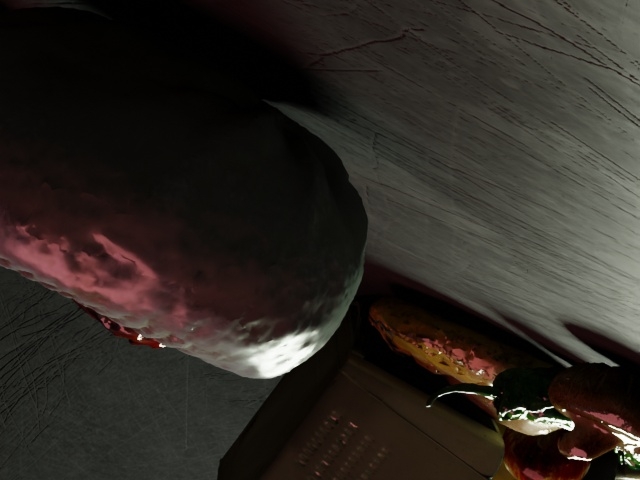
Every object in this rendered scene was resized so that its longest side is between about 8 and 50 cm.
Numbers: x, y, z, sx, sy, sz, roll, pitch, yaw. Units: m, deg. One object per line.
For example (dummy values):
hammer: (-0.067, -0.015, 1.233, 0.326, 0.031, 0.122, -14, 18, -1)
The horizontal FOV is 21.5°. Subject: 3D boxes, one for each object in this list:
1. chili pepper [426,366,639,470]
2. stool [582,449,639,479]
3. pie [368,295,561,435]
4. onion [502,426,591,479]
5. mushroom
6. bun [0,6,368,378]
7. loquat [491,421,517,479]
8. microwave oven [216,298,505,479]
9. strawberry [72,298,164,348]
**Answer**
chili pepper: (0.255, 0.175, 1.723, 0.279, 0.065, 0.122, 24, 141, -25)
stool: (0.363, 0.351, 2.227, 0.121, 0.125, 0.217, 15, -150, 23)
pie: (0.161, 0.132, 1.848, 0.273, 0.069, 0.273, 31, 170, 6)
onion: (0.288, 0.273, 2.165, 0.117, 0.118, 0.118, 7, 166, 19)
mushroom: (0.269, 0.156, 1.537, 0.126, 0.085, 0.109, 33, 137, -21)
bun: (-0.134, -0.047, 1.176, 0.354, 0.194, 0.354, 26, 176, 2)
loquat: (0.213, 0.341, 2.354, 0.275, 0.274, 0.275, 28, 173, 4)
microwave oven: (0.050, 0.274, 2.071, 0.247, 0.333, 0.394, 35, -174, -5)
strawberry: (-0.160, 0.008, 1.572, 0.280, 0.150, 0.253, 10, 143, 49)
